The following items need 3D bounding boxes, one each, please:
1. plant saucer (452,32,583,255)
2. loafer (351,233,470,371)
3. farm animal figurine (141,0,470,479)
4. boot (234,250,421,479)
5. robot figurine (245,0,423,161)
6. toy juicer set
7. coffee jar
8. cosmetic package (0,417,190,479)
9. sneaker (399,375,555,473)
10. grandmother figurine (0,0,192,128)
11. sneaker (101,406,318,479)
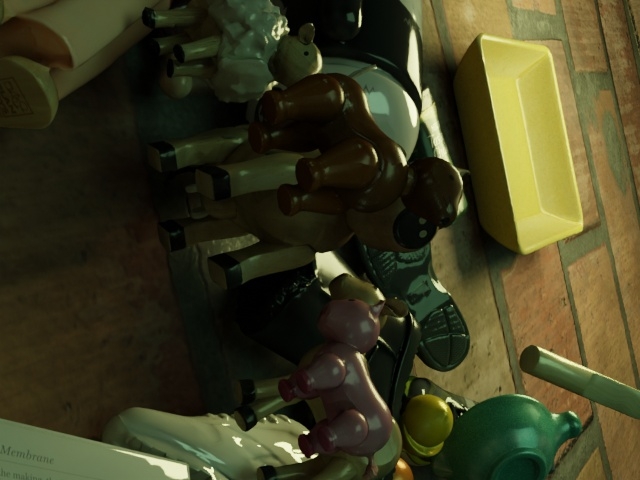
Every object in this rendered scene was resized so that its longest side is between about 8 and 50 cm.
[{"bbox_3d":[0.318,-0.153,1.328,0.333,0.081,0.332,-13,92,-56],"label":"plant saucer"},{"bbox_3d":[0.089,0.035,0.967,0.096,0.084,0.267,-30,105,-22],"label":"loafer"},{"bbox_3d":[0.000,0.000,0.612,0.172,0.327,0.330,-16,131,-29],"label":"farm animal figurine"},{"bbox_3d":[-0.007,0.127,0.774,0.207,0.094,0.246,39,59,-36],"label":"boot"},{"bbox_3d":[0.013,-0.177,0.805,0.209,0.174,0.278,37,48,-44],"label":"robot figurine"},{"bbox_3d":[0.176,0.204,0.870,0.209,0.329,0.089,46,8,-27],"label":"toy juicer set"},{"bbox_3d":[0.120,-0.106,1.028,0.096,0.079,0.184,-41,114,-52],"label":"coffee jar"},{"bbox_3d":[-0.179,0.218,0.401,0.224,0.138,0.224,32,37,-45],"label":"cosmetic package"},{"bbox_3d":[0.192,0.236,1.004,0.300,0.121,0.111,32,56,-47],"label":"sneaker"},{"bbox_3d":[-0.147,-0.215,0.656,0.342,0.104,0.207,-56,141,-43],"label":"grandmother figurine"},{"bbox_3d":[-0.067,0.180,0.659,0.235,0.090,0.094,33,48,-27],"label":"sneaker"}]
